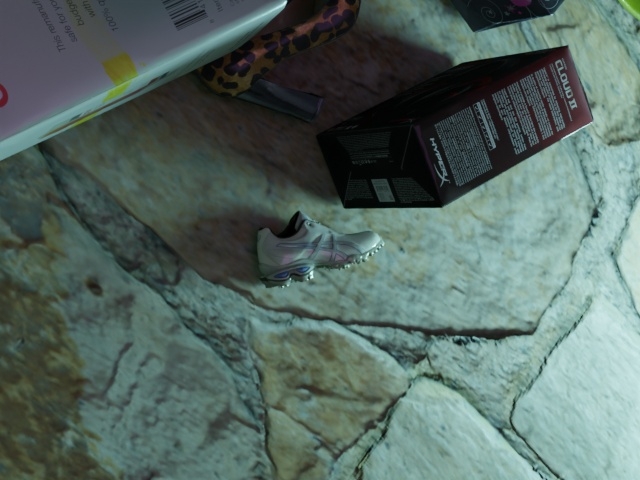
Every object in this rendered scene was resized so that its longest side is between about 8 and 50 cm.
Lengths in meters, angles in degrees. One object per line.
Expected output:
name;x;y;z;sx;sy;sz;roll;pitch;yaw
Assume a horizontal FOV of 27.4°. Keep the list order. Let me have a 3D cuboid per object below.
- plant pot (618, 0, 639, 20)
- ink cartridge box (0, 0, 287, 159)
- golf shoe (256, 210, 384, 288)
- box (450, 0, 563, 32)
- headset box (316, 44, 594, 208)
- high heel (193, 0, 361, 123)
plant pot;0.616;-0.519;1.868;0.366;0.366;0.353;29;64;-29
ink cartridge box;-0.277;-0.272;1.373;0.385;0.160;0.279;-30;93;-28
golf shoe;0.000;0.000;1.634;0.176;0.069;0.086;-16;93;-32
box;0.217;-0.413;1.701;0.247;0.163;0.142;49;66;-22
headset box;0.179;-0.147;1.650;0.293;0.218;0.110;-28;105;-27
high heel;-0.051;-0.287;1.579;0.186;0.093;0.261;17;87;-32
